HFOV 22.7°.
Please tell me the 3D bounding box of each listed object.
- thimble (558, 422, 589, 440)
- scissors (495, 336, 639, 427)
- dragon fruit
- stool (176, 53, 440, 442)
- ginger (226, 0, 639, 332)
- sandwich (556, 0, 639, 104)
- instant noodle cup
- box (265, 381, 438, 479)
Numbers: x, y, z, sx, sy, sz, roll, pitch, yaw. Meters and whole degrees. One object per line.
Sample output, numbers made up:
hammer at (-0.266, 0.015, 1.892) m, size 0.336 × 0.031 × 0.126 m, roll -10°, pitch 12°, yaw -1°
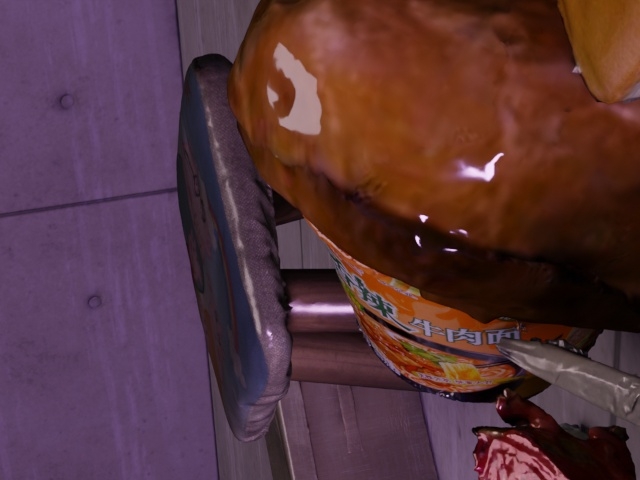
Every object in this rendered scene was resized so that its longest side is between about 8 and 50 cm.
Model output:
thimble at (0.172, 0.186, 1.147) m, size 0.084 × 0.062 × 0.110 m, roll 99°, pitch 159°, yaw -61°
scissors at (0.194, 0.096, 0.796) m, size 0.300 × 0.022 × 0.109 m, roll 23°, pitch 122°, yaw 50°
dragon fruit at (0.190, 0.224, 0.980) m, size 0.126 × 0.161 × 0.274 m, roll -5°, pitch 87°, yaw 46°
stool at (0.000, 0.000, 1.450) m, size 0.310 × 0.226 × 0.310 m, roll 110°, pitch 148°, yaw -69°
ginger at (0.114, -0.037, 0.747) m, size 0.172 × 0.321 × 0.165 m, roll -14°, pitch 57°, yaw 59°
sandwich at (0.175, -0.198, 0.613) m, size 0.198 × 0.155 × 0.227 m, roll 116°, pitch 144°, yaw -67°
instant noodle cup at (0.099, -0.014, 0.999) m, size 0.182 × 0.230 × 0.230 m, roll 82°, pitch 172°, yaw -56°
box at (0.020, 0.181, 1.675) m, size 0.155 × 0.149 × 0.231 m, roll 124°, pitch 135°, yaw -73°
